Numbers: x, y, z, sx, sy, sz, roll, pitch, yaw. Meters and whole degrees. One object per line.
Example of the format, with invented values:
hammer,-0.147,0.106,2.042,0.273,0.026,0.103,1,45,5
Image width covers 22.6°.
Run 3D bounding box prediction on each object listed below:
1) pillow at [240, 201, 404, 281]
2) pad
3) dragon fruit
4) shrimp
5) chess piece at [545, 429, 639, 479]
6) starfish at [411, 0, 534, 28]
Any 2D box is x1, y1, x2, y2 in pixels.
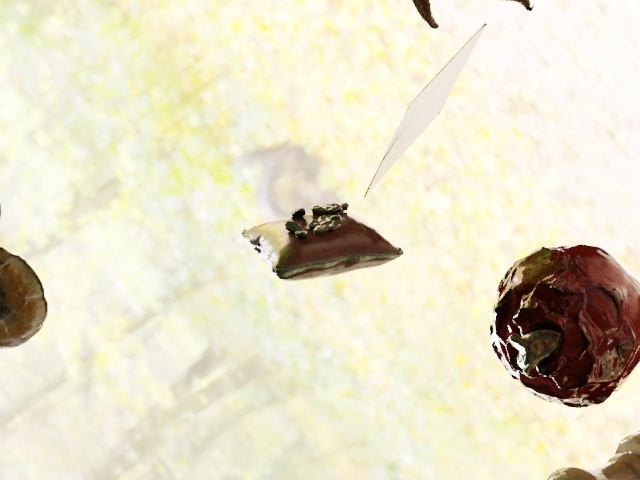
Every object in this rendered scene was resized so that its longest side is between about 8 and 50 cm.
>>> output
pillow,0.000,0.000,2.021,0.179,0.171,0.075,-137,41,-68
pad,0.136,-0.170,2.049,0.006,0.245,0.170,33,131,9
dragon fruit,0.257,0.086,1.662,0.172,0.172,0.209,53,-173,11
shrimp,-0.331,0.034,1.484,0.187,0.132,0.052,44,-159,-35
chess piece,0.351,0.247,1.694,0.117,0.397,0.117,41,141,45
starfish,0.165,-0.356,1.793,0.277,0.236,0.062,30,-165,-34
